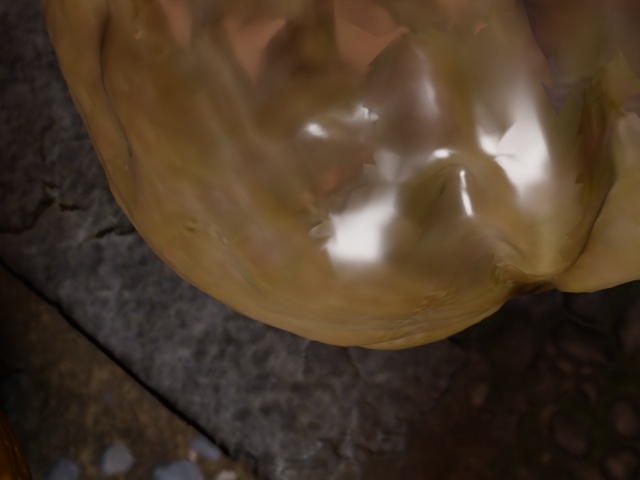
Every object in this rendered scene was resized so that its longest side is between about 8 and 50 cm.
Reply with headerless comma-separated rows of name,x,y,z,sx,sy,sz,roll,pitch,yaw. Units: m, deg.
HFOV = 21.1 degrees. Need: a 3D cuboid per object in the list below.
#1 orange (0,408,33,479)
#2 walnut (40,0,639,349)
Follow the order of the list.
orange,-0.284,0.160,0.783,0.341,0.293,0.340,8,109,25
walnut,0.037,-0.135,0.677,0.306,0.306,0.343,-15,89,18
